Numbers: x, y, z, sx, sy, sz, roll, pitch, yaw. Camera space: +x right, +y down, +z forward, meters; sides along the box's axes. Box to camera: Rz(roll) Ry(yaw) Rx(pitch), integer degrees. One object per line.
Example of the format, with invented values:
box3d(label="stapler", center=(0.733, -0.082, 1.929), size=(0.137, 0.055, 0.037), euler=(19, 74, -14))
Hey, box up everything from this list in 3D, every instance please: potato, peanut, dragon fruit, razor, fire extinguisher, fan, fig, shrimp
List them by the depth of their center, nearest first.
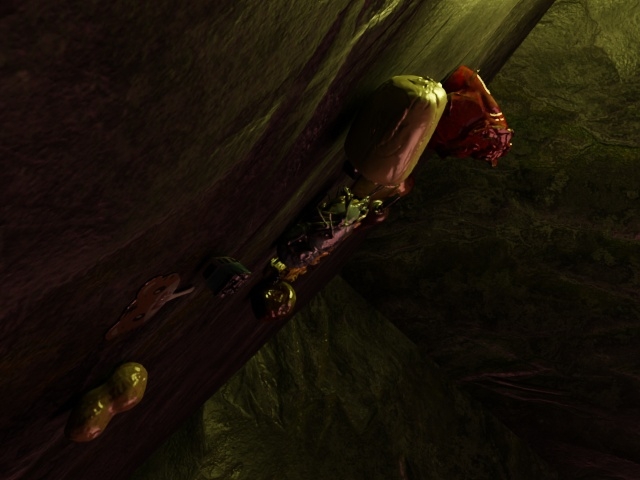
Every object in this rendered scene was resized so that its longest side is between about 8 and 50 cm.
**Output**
box3d(label="fan", center=(-0.297, 0.111, 0.922), size=(0.152, 0.008, 0.227), euler=(-50, 171, 13))
box3d(label="peanut", center=(-0.420, 0.321, 0.984), size=(0.193, 0.089, 0.089), euler=(-44, 172, -43))
box3d(label="shrimp", center=(0.033, -0.060, 1.372), size=(0.372, 0.137, 0.172), euler=(-46, -171, -2))
box3d(label="razor", center=(0.129, -0.236, 1.378), size=(0.148, 0.054, 0.090), euler=(-47, 169, -9))
box3d(label="fig", center=(-0.158, 0.199, 1.661), size=(0.154, 0.144, 0.165), euler=(-59, -175, 8))
box3d(label="dragon fruit", center=(0.494, -0.383, 1.706), size=(0.228, 0.329, 0.286), euler=(-40, 172, -9))
box3d(label="potato", center=(0.179, -0.171, 1.726), size=(0.081, 0.120, 0.149), euler=(-42, 169, -46))
box3d(label="fire extinguisher", center=(0.198, -0.114, 1.883), size=(0.138, 0.102, 0.344), euler=(-37, -177, -20))
box3d(label="fig", center=(0.253, -0.212, 1.883), size=(0.231, 0.143, 0.160), euler=(-41, 141, -2))

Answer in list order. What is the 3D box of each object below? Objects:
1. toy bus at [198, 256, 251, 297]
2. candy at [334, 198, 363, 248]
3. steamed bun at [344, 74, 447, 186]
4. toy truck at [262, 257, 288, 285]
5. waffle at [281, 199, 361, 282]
box3d(label="toy bus", center=(-0.197, 0.070, 1.017), size=(0.060, 0.075, 0.123), euler=(-48, 173, 6))
box3d(label="candy", center=(0.117, -0.067, 2.118), size=(0.312, 0.061, 0.088), euler=(-50, 175, 15))
box3d(label="steamed bun", center=(0.161, -0.255, 1.085), size=(0.273, 0.166, 0.232), euler=(-46, 162, -58))
box3d(label="toy truck", center=(-0.141, 0.094, 1.526), size=(0.049, 0.054, 0.083), euler=(-39, 168, -48))
box3d(label="waffle", center=(0.000, 0.000, 1.713), size=(0.382, 0.095, 0.380), euler=(-46, 172, 9))
